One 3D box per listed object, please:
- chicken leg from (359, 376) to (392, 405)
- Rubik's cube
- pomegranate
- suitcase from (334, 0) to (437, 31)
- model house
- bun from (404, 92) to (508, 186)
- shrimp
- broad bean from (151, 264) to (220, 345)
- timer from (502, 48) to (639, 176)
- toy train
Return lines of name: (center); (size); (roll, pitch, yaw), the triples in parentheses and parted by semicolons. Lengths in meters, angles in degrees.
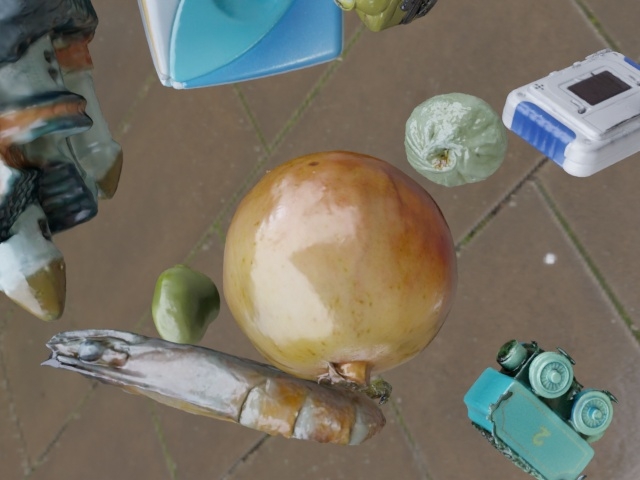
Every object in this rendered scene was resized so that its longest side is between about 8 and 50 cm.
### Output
chicken leg: (0.075, 0.349, 2.094); (0.088, 0.228, 0.103); (-8, 103, 54)
Rubik's cube: (-0.160, -0.494, 1.684); (0.352, 0.352, 0.347); (-121, 21, -58)
pomegranate: (0.011, 0.024, 0.744); (0.191, 0.191, 0.191); (-5, 83, 49)
suitcase: (0.080, -0.419, 1.306); (0.235, 0.143, 0.194); (61, 159, 11)
model house: (-0.256, -0.075, 0.817); (0.253, 0.184, 0.291); (-136, 28, -81)
bun: (0.250, -0.179, 1.767); (0.195, 0.118, 0.195); (11, 127, 15)
shrimp: (-0.093, 0.129, 0.881); (0.164, 0.317, 0.062); (-177, 101, -86)
broad bean: (-0.211, 0.099, 1.493); (0.082, 0.174, 0.124); (-23, 97, 8)
timer: (0.417, -0.201, 1.422); (0.178, 0.253, 0.078); (45, 147, 32)
toy train: (0.314, 0.246, 1.356); (0.163, 0.203, 0.112); (-50, 13, -6)
